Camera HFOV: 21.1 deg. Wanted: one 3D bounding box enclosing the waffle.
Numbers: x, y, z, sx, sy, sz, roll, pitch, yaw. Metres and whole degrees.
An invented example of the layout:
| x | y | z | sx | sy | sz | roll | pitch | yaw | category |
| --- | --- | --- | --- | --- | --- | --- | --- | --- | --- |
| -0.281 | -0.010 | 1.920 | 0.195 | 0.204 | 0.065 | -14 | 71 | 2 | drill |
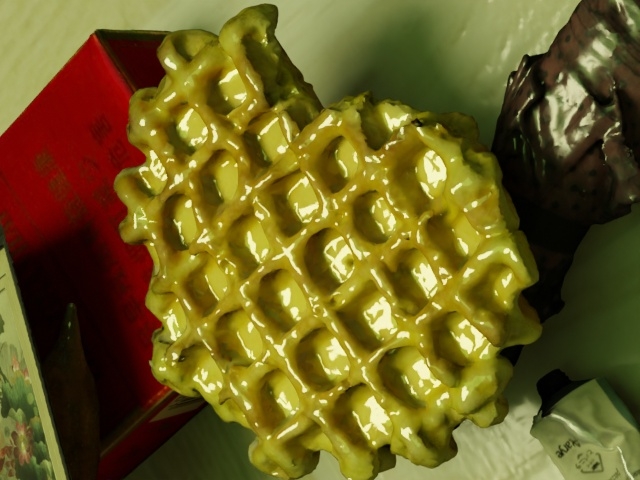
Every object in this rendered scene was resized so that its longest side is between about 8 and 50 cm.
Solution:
| x | y | z | sx | sy | sz | roll | pitch | yaw | category |
| --- | --- | --- | --- | --- | --- | --- | --- | --- | --- |
| 0.001 | 0.000 | 0.880 | 0.253 | 0.056 | 0.249 | -3 | 94 | 36 | waffle |

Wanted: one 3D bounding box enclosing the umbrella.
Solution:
| x | y | z | sx | sy | sz | roll | pitch | yaw | category |
| --- | --- | --- | --- | --- | --- | --- | --- | --- | --- |
| 0.120 | -0.037 | 0.882 | 0.090 | 0.094 | 0.326 | 32 | 112 | 2 | umbrella |

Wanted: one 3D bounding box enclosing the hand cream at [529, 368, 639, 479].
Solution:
| x | y | z | sx | sy | sz | roll | pitch | yaw | category |
| --- | --- | --- | --- | --- | --- | --- | --- | --- | --- |
| 0.194 | 0.164 | 0.876 | 0.248 | 0.052 | 0.075 | 50 | 139 | 15 | hand cream |

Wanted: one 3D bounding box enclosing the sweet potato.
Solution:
| x | y | z | sx | sy | sz | roll | pitch | yaw | category |
| --- | --- | --- | --- | --- | --- | --- | --- | --- | --- |
| -0.148 | 0.091 | 0.986 | 0.049 | 0.049 | 0.117 | 16 | 106 | 32 | sweet potato |

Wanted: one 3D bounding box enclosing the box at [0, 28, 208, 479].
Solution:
| x | y | z | sx | sy | sz | roll | pitch | yaw | category |
| --- | --- | --- | --- | --- | --- | --- | --- | --- | --- |
| -0.159 | 0.044 | 1.071 | 0.313 | 0.089 | 0.197 | -42 | 73 | 27 | box |

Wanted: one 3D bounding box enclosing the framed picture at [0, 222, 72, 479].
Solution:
| x | y | z | sx | sy | sz | roll | pitch | yaw | category |
| --- | --- | --- | --- | --- | --- | --- | --- | --- | --- |
| -0.200 | 0.108 | 1.004 | 0.195 | 0.010 | 0.199 | -32 | 71 | 49 | framed picture |
